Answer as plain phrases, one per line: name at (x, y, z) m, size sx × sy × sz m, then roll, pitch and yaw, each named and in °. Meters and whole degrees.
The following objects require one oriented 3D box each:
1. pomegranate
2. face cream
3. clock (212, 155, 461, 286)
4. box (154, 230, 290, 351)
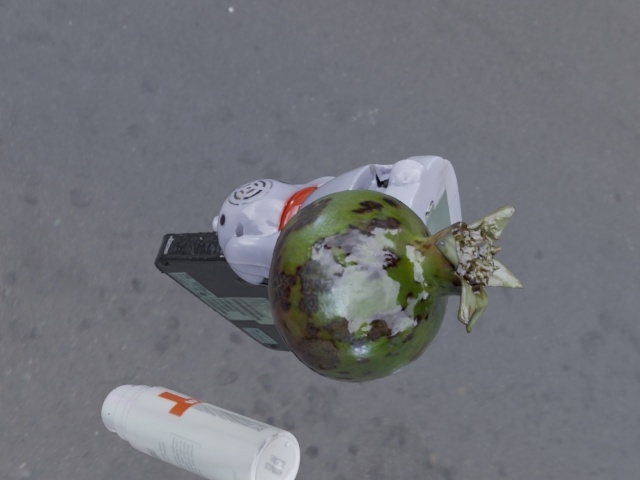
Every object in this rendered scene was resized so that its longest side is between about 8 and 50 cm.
pomegranate at (0.044, 0.035, 0.608) m, size 0.148 × 0.169 × 0.148 m, roll -14°, pitch 108°, yaw -52°
face cream at (-0.188, 0.277, 1.218) m, size 0.102 × 0.346 × 0.101 m, roll -14°, pitch 109°, yaw -49°
clock at (0.003, 0.002, 0.874) m, size 0.189 × 0.254 × 0.188 m, roll 3°, pitch 87°, yaw -63°
box at (-0.081, 0.090, 1.328) m, size 0.350 × 0.211 × 0.058 m, roll 45°, pitch 53°, yaw -47°
